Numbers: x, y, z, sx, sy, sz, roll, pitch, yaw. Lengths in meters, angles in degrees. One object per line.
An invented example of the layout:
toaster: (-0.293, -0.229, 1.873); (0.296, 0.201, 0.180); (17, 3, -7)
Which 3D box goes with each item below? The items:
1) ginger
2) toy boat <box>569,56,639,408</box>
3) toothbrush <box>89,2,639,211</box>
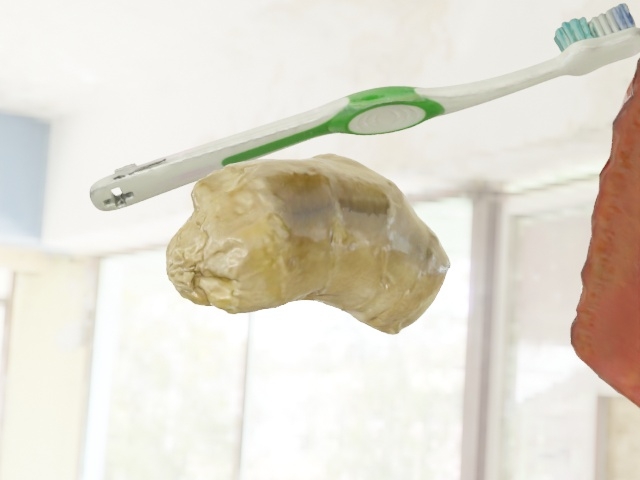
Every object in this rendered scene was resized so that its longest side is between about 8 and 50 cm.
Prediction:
ginger: (-0.001, 0.002, 0.927); (0.190, 0.095, 0.069); (2, 3, -44)
toy boat: (0.204, -0.041, 0.716); (0.145, 0.133, 0.332); (39, -27, 20)
toothbrush: (0.035, -0.089, 1.288); (0.418, 0.040, 0.042); (-19, -35, -3)
